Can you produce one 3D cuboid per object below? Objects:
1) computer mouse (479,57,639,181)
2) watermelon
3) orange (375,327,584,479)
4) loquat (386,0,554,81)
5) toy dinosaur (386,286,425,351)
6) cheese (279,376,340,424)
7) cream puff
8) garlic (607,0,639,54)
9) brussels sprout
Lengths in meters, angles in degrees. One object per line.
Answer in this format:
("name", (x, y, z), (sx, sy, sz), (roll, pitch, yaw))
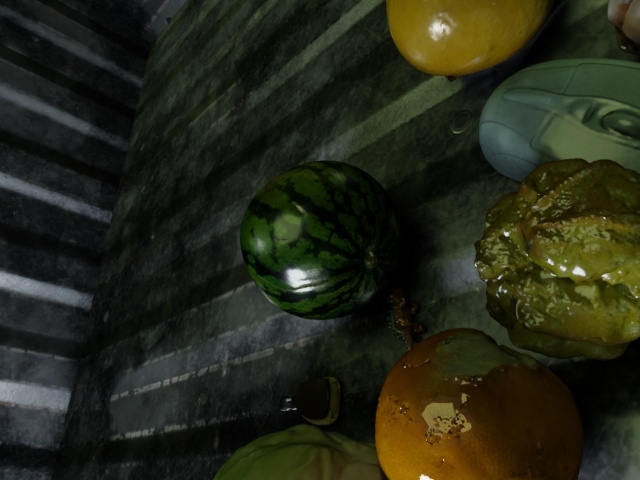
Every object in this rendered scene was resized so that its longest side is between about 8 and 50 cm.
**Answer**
("computer mouse", (0.355, -0.159, 0.738), (0.371, 0.122, 0.188), (35, 100, 50))
("watermelon", (0.000, 0.000, 0.950), (0.285, 0.285, 0.284), (-28, 51, 41))
("orange", (0.184, 0.225, 0.636), (0.240, 0.240, 0.239), (-28, 51, 41))
("loquat", (0.235, -0.397, 0.892), (0.275, 0.275, 0.274), (-28, 51, 41))
("toy dinosaur", (0.139, 0.139, 0.895), (0.055, 0.049, 0.154), (-35, 41, 32))
("cheese", (-0.027, 0.307, 1.023), (0.163, 0.036, 0.086), (-21, 58, 44))
("cream puff", (0.284, 0.024, 0.627), (0.196, 0.244, 0.244), (-10, 61, 19))
("garlic", (0.452, -0.337, 0.673), (0.191, 0.160, 0.213), (-30, 53, 33))
("brussels sprout", (-0.044, 0.420, 0.810), (0.317, 0.274, 0.242), (-23, 93, 33))
